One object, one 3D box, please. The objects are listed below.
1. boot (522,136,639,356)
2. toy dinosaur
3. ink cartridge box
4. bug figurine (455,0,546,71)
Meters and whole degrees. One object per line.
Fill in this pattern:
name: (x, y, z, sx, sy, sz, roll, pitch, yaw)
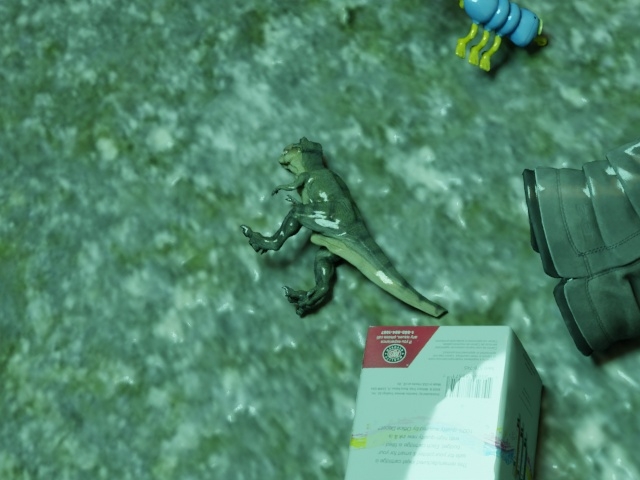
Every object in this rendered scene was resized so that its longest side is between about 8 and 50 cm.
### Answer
boot: (0.266, -0.070, 1.061, 0.223, 0.118, 0.338, -10, 102, 15)
toy dinosaur: (0.000, 0.000, 1.272, 0.118, 0.064, 0.268, -33, 58, -5)
ink cartridge box: (0.104, 0.174, 1.084, 0.128, 0.127, 0.176, 0, 62, 22)
bug figurine: (0.142, -0.318, 1.314, 0.072, 0.216, 0.279, -34, 45, 49)
